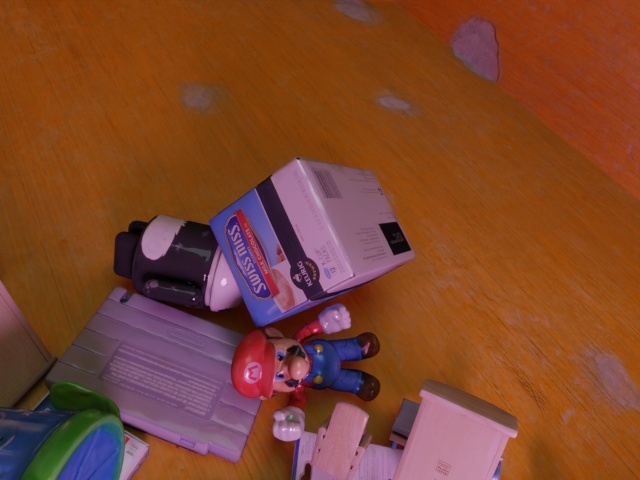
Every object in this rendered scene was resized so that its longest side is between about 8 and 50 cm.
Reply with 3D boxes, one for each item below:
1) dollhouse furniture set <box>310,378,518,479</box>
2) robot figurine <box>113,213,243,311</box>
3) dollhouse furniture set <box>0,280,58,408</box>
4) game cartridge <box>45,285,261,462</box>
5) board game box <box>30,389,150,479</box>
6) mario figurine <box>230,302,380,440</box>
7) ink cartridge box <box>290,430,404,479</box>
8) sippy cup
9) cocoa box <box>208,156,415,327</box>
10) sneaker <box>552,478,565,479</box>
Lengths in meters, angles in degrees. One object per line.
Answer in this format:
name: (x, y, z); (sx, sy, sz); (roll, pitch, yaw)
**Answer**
dollhouse furniture set: (0.187, 0.293, 0.838); (0.287, 0.198, 0.303); (21, 13, 18)
robot figurine: (-0.272, 0.048, 0.987); (0.278, 0.173, 0.209); (14, 64, -1)
dollhouse furniture set: (-0.683, 0.129, 0.783); (0.395, 0.256, 0.362); (11, 41, 19)
game cartridge: (-0.276, 0.241, 0.890); (0.355, 0.068, 0.230); (22, 49, 0)
board game box: (-0.423, 0.392, 0.697); (0.193, 0.053, 0.305); (28, 45, 5)
mario figurine: (-0.007, 0.231, 0.865); (0.321, 0.170, 0.198); (10, 38, -38)
ink cartridge box: (0.102, 0.446, 0.834); (0.333, 0.065, 0.165); (16, 46, -8)
sippy cup: (-0.404, 0.310, 0.599); (0.224, 0.305, 0.239); (12, 79, 4)
cocoa box: (0.000, 0.000, 0.969); (0.347, 0.228, 0.231); (-8, 71, -62)
sneaker: (0.372, 0.540, 0.811); (0.179, 0.123, 0.295); (24, 45, -11)
